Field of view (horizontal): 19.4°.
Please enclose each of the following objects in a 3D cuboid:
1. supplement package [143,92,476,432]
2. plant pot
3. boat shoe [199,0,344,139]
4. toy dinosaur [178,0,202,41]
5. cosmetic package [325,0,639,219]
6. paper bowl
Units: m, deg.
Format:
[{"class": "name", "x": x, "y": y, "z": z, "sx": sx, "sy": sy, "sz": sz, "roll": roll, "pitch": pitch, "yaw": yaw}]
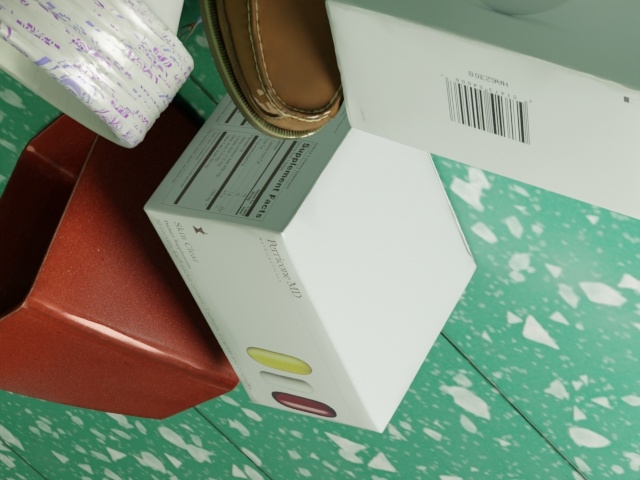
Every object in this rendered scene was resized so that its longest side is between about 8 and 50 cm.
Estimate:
[{"class": "supplement package", "x": 0.000, "y": 0.000, "z": 1.622, "sx": 0.145, "sy": 0.204, "sz": 0.262, "roll": 9, "pitch": 142, "yaw": 33}, {"class": "plant pot", "x": -0.186, "y": 0.033, "z": 1.811, "sx": 0.236, "sy": 0.267, "sz": 0.267, "roll": 30, "pitch": 152, "yaw": -19}, {"class": "boat shoe", "x": -0.011, "y": -0.222, "z": 1.233, "sx": 0.111, "sy": 0.307, "sz": 0.104, "roll": 0, "pitch": 179, "yaw": -28}, {"class": "toy dinosaur", "x": -0.084, "y": -0.207, "z": 1.587, "sx": 0.082, "sy": 0.047, "sz": 0.090, "roll": 38, "pitch": 117, "yaw": 8}, {"class": "cosmetic package", "x": 0.158, "y": -0.162, "z": 1.223, "sx": 0.224, "sy": 0.224, "sz": 0.138, "roll": 20, "pitch": 151, "yaw": 21}, {"class": "paper bowl", "x": -0.225, "y": -0.213, "z": 1.526, "sx": 0.284, "sy": 0.148, "sz": 0.284, "roll": 34, "pitch": 174, "yaw": 4}]
